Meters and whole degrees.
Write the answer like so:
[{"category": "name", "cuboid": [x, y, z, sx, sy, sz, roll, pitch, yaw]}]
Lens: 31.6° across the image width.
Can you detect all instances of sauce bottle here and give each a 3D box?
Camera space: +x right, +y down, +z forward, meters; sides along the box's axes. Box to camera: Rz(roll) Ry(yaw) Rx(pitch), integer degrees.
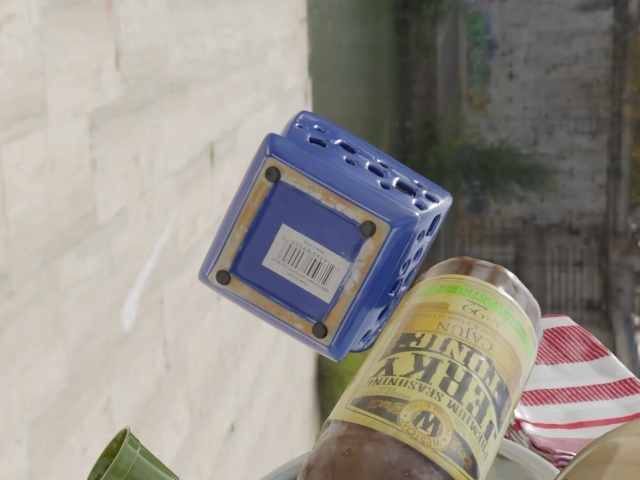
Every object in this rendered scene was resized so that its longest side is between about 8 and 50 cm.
[{"category": "sauce bottle", "cuboid": [0.054, 0.138, 0.721, 0.344, 0.111, 0.111, -54, 147, -51]}]

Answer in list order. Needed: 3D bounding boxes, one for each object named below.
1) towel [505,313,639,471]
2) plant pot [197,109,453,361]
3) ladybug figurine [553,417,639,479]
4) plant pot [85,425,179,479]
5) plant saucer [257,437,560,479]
[{"category": "towel", "cuboid": [0.301, 0.180, 1.407, 0.329, 0.237, 0.037, -129, -136, -55]}, {"category": "plant pot", "cuboid": [0.000, 0.000, 1.366, 0.236, 0.236, 0.212, -62, 172, 14]}, {"category": "ladybug figurine", "cuboid": [0.252, 0.279, 0.579, 0.162, 0.305, 0.449, 45, 15, -54]}, {"category": "plant pot", "cuboid": [-0.194, 0.252, 1.193, 0.083, 0.079, 0.083, -50, -166, 16]}, {"category": "plant saucer", "cuboid": [0.059, 0.333, 0.992, 0.400, 0.400, 0.101, -79, 153, -55]}]
